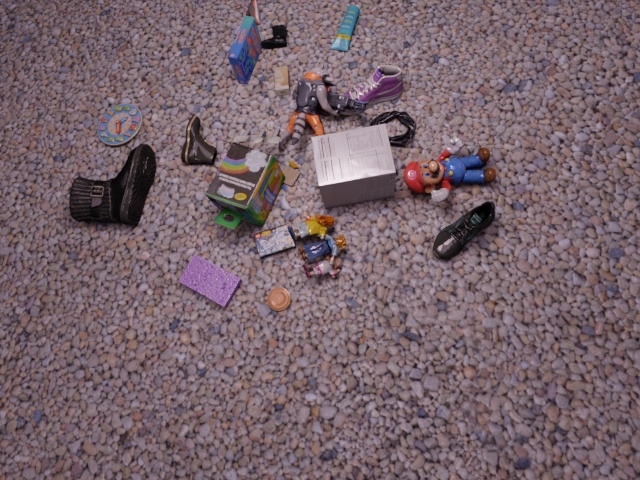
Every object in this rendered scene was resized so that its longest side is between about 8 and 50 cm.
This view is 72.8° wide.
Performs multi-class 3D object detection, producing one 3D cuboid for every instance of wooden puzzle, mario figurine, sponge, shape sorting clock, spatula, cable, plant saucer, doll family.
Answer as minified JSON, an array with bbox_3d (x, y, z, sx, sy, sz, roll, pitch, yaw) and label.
[{"bbox_3d":[-0.122,-0.249,1.680,0.078,0.014,0.116,32,78,20],"label":"wooden puzzle"},{"bbox_3d":[0.451,-0.249,1.520,0.320,0.170,0.198,-10,36,-4],"label":"mario figurine"},{"bbox_3d":[-0.400,0.145,1.572,0.209,0.031,0.117,26,76,14],"label":"sponge"},{"bbox_3d":[-0.851,-0.494,1.839,0.205,0.040,0.207,-2,71,6],"label":"shape sorting clock"},{"bbox_3d":[-0.233,-0.402,1.651,0.168,0.019,0.242,-3,27,0],"label":"spatula"},{"bbox_3d":[0.273,-0.439,1.677,0.184,0.047,0.151,10,73,11],"label":"cable"},{"bbox_3d":[-0.146,0.206,1.529,0.083,0.013,0.084,-2,71,7],"label":"plant saucer"},{"bbox_3d":[0.000,0.000,1.515,0.163,0.118,0.263,-18,69,-15],"label":"doll family"}]

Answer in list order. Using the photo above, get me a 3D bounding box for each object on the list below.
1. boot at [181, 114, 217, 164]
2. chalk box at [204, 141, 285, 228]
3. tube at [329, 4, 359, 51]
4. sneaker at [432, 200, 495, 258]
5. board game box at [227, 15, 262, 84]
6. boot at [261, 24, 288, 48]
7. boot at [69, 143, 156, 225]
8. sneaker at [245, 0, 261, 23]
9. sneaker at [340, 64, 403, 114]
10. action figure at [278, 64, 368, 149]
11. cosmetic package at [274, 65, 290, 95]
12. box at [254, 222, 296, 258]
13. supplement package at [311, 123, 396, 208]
[{"bbox_3d":[-0.471,-0.399,1.750,0.136,0.077,0.198,8,86,5],"label":"boot"},{"bbox_3d":[-0.281,-0.173,1.583,0.180,0.179,0.289,20,76,17],"label":"chalk box"},{"bbox_3d":[0.110,-0.902,1.857,0.080,0.052,0.207,16,80,22],"label":"tube"},{"bbox_3d":[0.490,-0.044,1.486,0.267,0.106,0.101,-41,73,-6],"label":"sneaker"},{"bbox_3d":[-0.309,-0.790,1.808,0.047,0.160,0.211,14,74,11],"label":"board game box"},{"bbox_3d":[-0.199,-0.888,1.889,0.121,0.045,0.099,-4,73,-2],"label":"boot"},{"bbox_3d":[-0.815,-0.229,1.697,0.259,0.131,0.349,8,73,10],"label":"boot"},{"bbox_3d":[-0.308,-1.036,1.946,0.064,0.061,0.158,-11,70,10],"label":"sneaker"},{"bbox_3d":[0.182,-0.597,1.683,0.281,0.161,0.102,-22,72,1],"label":"sneaker"},{"bbox_3d":[-0.006,-0.501,1.647,0.340,0.178,0.331,10,90,28],"label":"action figure"},{"bbox_3d":[-0.159,-0.664,1.809,0.060,0.041,0.115,-8,71,5],"label":"cosmetic package"},{"bbox_3d":[-0.167,0.001,1.593,0.136,0.027,0.094,-17,72,1],"label":"box"},{"bbox_3d":[0.119,-0.260,1.554,0.262,0.199,0.198,-10,70,4],"label":"supplement package"}]
